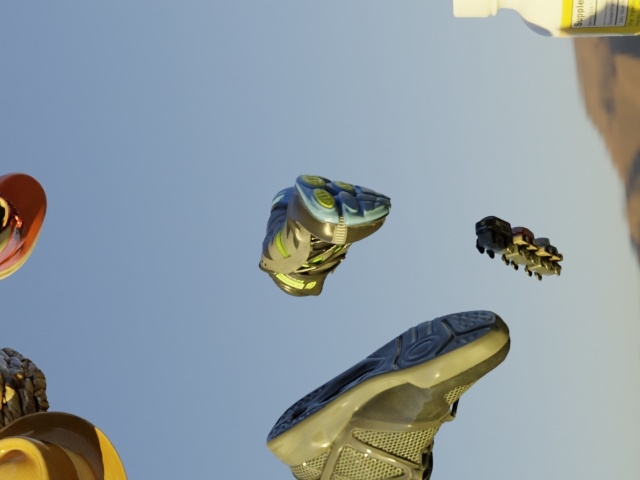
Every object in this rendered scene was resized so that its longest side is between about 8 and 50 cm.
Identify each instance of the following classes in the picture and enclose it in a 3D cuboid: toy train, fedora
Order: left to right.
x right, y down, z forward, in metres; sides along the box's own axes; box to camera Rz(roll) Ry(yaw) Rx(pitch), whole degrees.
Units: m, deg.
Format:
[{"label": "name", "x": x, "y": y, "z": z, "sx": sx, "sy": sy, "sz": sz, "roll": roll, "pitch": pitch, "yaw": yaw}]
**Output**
[{"label": "fedora", "x": -0.265, "y": 0.238, "z": 1.446, "sx": 0.079, "sy": 0.194, "sz": 0.194, "roll": 49, "pitch": -142, "yaw": -59}, {"label": "toy train", "x": 0.175, "y": 0.006, "z": 1.428, "sx": 0.158, "sy": 0.027, "sz": 0.036, "roll": 22, "pitch": -124, "yaw": -57}]

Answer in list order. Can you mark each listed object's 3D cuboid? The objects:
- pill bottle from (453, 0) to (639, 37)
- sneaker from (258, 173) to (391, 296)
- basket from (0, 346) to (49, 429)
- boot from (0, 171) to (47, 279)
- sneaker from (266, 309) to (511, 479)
[{"label": "pill bottle", "x": 0.294, "y": -0.293, "z": 1.576, "sx": 0.188, "sy": 0.333, "sz": 0.188, "roll": -1, "pitch": -90, "yaw": -85}, {"label": "sneaker", "x": 0.000, "y": 0.000, "z": 1.087, "sx": 0.188, "sy": 0.067, "sz": 0.078, "roll": 158, "pitch": 125, "yaw": -77}, {"label": "basket", "x": -0.397, "y": 0.264, "z": 1.636, "sx": 0.213, "sy": 0.223, "sz": 0.299, "roll": -163, "pitch": 69, "yaw": -65}, {"label": "boot", "x": -0.211, "y": -0.009, "z": 1.048, "sx": 0.059, "sy": 0.084, "sz": 0.158, "roll": 43, "pitch": -144, "yaw": -6}, {"label": "sneaker", "x": 0.079, "y": 0.149, "z": 1.311, "sx": 0.130, "sy": 0.227, "sz": 0.087, "roll": 50, "pitch": -158, "yaw": -13}]
